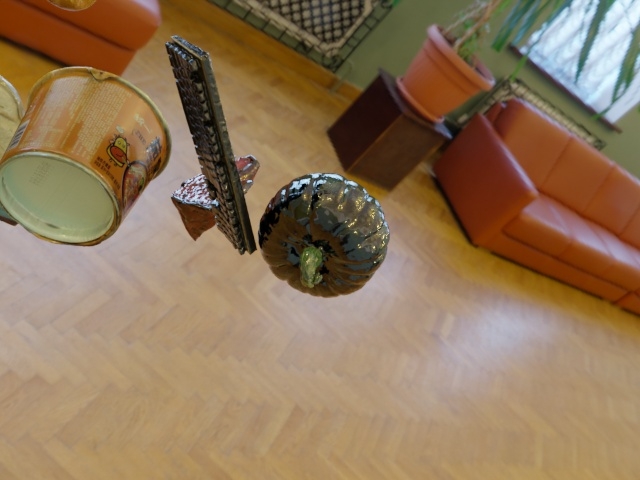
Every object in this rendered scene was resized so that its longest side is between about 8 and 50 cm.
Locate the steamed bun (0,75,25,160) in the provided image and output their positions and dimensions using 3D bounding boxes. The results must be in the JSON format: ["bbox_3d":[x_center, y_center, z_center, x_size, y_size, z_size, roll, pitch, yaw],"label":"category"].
[{"bbox_3d":[-0.632,-0.220,1.227,0.231,0.212,0.110,18,23,-49],"label":"steamed bun"}]

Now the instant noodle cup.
[{"bbox_3d":[-0.333,-0.106,0.922,0.216,0.216,0.172,33,39,-22],"label":"instant noodle cup"}]

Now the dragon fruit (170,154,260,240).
[{"bbox_3d":[-0.179,-0.102,1.191,0.092,0.122,0.192,48,55,-10],"label":"dragon fruit"}]

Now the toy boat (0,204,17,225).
[{"bbox_3d":[-0.824,-0.146,1.544,0.136,0.079,0.392,49,2,43],"label":"toy boat"}]

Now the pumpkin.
[{"bbox_3d":[0.004,-0.007,0.965,0.194,0.194,0.150,48,9,5],"label":"pumpkin"}]

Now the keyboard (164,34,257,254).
[{"bbox_3d":[-0.145,-0.116,0.905,0.027,0.316,0.106,-29,44,-22],"label":"keyboard"}]

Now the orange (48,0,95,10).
[{"bbox_3d":[-0.301,-0.309,0.792,0.086,0.062,0.086,9,43,-9],"label":"orange"}]
